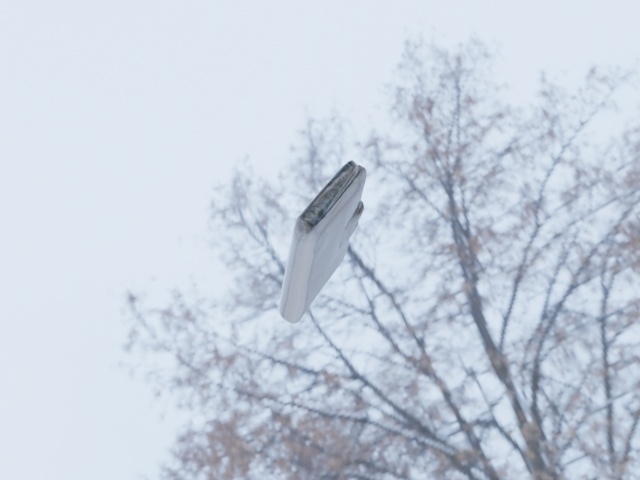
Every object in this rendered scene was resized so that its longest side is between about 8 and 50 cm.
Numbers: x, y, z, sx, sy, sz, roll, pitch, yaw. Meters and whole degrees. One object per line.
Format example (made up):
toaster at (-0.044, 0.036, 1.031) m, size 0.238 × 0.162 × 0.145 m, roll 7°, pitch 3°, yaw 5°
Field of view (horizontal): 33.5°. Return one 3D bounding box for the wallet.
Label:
wallet at (0.000, 0.000, 1.032) m, size 0.118 × 0.039 × 0.152 m, roll -49°, pitch -19°, yaw -37°
